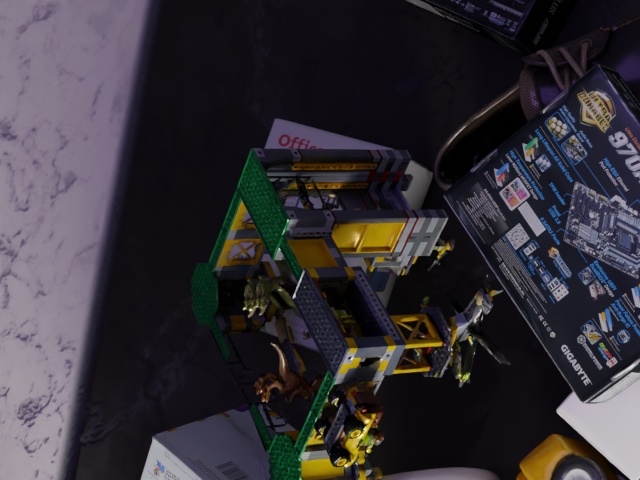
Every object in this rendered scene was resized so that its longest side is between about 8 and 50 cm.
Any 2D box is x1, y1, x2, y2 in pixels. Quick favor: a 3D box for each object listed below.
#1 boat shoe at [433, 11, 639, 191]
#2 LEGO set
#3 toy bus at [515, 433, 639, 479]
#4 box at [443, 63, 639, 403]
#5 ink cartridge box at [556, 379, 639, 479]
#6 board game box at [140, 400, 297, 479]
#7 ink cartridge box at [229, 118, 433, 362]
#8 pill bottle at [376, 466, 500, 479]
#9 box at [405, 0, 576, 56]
[{"bbox_3d":[0.233,-0.108,1.383,0.355,0.130,0.132,-40,54,45],"label":"boat shoe"},{"bbox_3d":[0.036,0.068,1.410,0.331,0.192,0.255,55,137,46],"label":"LEGO set"},{"bbox_3d":[0.278,0.323,1.334,0.130,0.108,0.332,-46,61,14],"label":"toy bus"},{"bbox_3d":[0.227,-0.004,1.282,0.175,0.051,0.220,-41,68,23],"label":"box"},{"bbox_3d":[0.275,0.139,1.369,0.090,0.143,0.092,43,100,13],"label":"ink cartridge box"},{"bbox_3d":[-0.094,0.313,1.471,0.144,0.142,0.275,36,121,31],"label":"board game box"},{"bbox_3d":[0.000,0.000,1.582,0.154,0.093,0.212,18,86,33],"label":"ink cartridge box"},{"bbox_3d":[0.109,0.327,1.415,0.131,0.131,0.229,-13,72,27],"label":"pill bottle"},{"bbox_3d":[0.170,-0.282,1.562,0.180,0.077,0.147,29,93,32],"label":"box"}]
